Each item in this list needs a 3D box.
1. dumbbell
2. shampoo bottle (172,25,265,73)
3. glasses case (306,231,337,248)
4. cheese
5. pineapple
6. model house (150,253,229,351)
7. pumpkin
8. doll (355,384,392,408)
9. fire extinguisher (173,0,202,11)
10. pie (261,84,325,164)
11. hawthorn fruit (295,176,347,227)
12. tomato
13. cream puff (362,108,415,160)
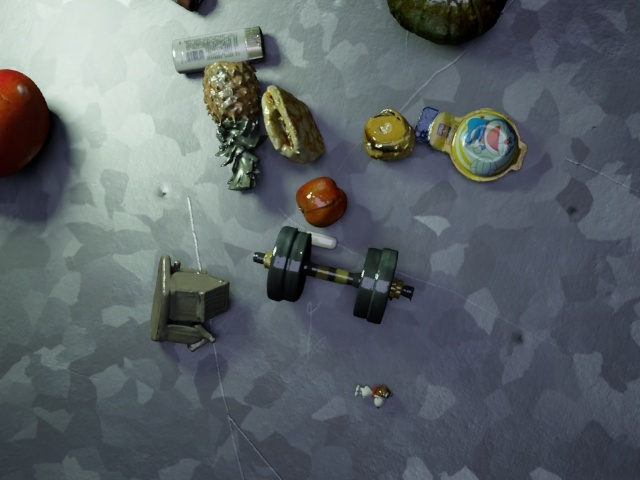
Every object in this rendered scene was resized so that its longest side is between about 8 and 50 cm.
[{"bbox_3d":[0.029,0.081,1.643,0.387,0.185,0.185,14,90,5],"label":"dumbbell"},{"bbox_3d":[-0.254,-0.476,1.738,0.227,0.056,0.086,-9,87,5],"label":"shampoo bottle"},{"bbox_3d":[0.000,0.000,1.725,0.083,0.021,0.032,12,89,5],"label":"glasses case"},{"bbox_3d":[0.361,-0.240,1.671,0.270,0.069,0.177,20,91,5],"label":"cheese"},{"bbox_3d":[-0.200,-0.274,1.685,0.170,0.141,0.310,-4,93,42],"label":"pineapple"},{"bbox_3d":[-0.322,0.162,1.709,0.188,0.122,0.230,9,104,-7],"label":"model house"},{"bbox_3d":[0.296,-0.613,1.621,0.320,0.192,0.321,0,92,5],"label":"pumpkin"},{"bbox_3d":[0.130,0.373,1.702,0.085,0.040,0.058,31,102,4],"label":"doll"},{"bbox_3d":[-0.402,-0.668,1.734,0.231,0.099,0.071,33,72,4],"label":"fire extinguisher"},{"bbox_3d":[-0.070,-0.277,1.667,0.084,0.179,0.205,-25,87,22],"label":"pie"},{"bbox_3d":[0.003,-0.094,1.683,0.127,0.128,0.128,0,89,5],"label":"hawthorn fruit"},{"bbox_3d":[-0.803,-0.273,1.693,0.298,0.299,0.226,-28,120,4],"label":"tomato"},{"bbox_3d":[0.168,-0.245,1.672,0.133,0.104,0.119,28,69,20],"label":"cream puff"}]
